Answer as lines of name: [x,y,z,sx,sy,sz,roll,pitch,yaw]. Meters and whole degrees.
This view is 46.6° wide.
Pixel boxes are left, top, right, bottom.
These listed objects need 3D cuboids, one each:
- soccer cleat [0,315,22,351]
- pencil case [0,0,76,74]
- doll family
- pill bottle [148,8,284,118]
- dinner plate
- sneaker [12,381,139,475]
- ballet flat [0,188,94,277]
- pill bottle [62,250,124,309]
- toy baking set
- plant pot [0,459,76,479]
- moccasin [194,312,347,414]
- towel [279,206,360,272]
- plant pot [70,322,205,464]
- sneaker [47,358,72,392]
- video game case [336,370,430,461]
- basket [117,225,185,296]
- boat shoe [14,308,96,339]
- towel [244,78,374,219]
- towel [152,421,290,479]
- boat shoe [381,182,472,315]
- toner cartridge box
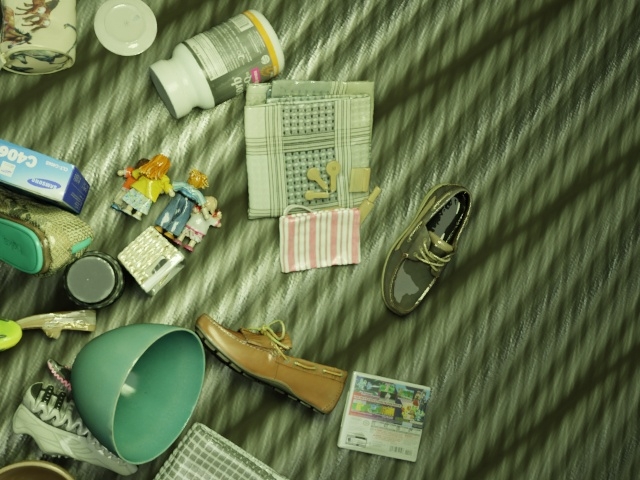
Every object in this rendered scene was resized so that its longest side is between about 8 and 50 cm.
soccer cleat: [-0.770,0.241,1.565,0.289,0.093,0.121,-16,130,-12]
pencil case: [-0.625,-0.564,1.601,0.183,0.160,0.411,-2,87,-30]
doll family: [-0.336,-0.098,1.664,0.263,0.118,0.163,30,80,-10]
pill bottle: [-0.235,-0.396,1.685,0.278,0.162,0.162,-31,94,-12]
dinner plate: [-0.450,-0.498,1.715,0.141,0.017,0.141,1,86,-15]
sneaker: [-0.527,0.428,1.608,0.292,0.110,0.118,36,99,-10]
ballet flat: [-0.666,-0.043,1.532,0.482,0.182,0.164,16,113,24]
pill bottle: [-0.477,0.084,1.569,0.122,0.219,0.123,1,87,-13]
toy baking set: [0.022,-0.078,1.758,0.196,0.030,0.256,23,105,-24]
plant pot: [-0.611,0.575,1.566,0.237,0.110,0.237,1,88,-13]
moccasin: [-0.108,0.258,1.687,0.380,0.139,0.147,29,80,-10]
towel: [0.000,0.000,1.752,0.197,0.029,0.144,-7,114,-13]
plant pot: [-0.409,0.297,1.570,0.195,0.290,0.290,15,82,25]
sneaker: [-0.547,0.295,1.634,0.119,0.047,0.057,48,72,-14]
video game case: [0.154,0.426,1.798,0.201,0.023,0.184,14,84,-11]
basket: [-0.370,0.047,1.628,0.103,0.167,0.113,46,78,0]
boat shoe: [-0.576,0.186,1.620,0.170,0.063,0.059,-6,85,-12]
towel: [-0.022,-0.213,1.725,0.312,0.056,0.324,-5,109,-14]
towel: [-0.229,0.576,1.649,0.283,0.121,0.235,36,80,-9]
boat shoe: [0.256,0.012,1.790,0.132,0.130,0.355,26,81,-10]
toner cartridge box: [-0.568,-0.123,1.495,0.165,0.348,0.075,19,84,-11]
